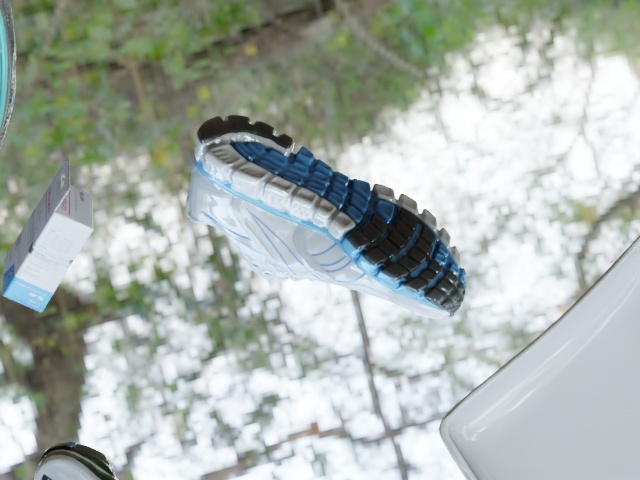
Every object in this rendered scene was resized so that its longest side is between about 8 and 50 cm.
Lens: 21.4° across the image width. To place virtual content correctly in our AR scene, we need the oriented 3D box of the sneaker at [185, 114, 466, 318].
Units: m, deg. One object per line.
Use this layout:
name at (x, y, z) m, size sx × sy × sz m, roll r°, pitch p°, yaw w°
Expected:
sneaker at (0.000, 0.000, 1.045) m, size 0.190 × 0.083 × 0.071 m, roll 32°, pitch -140°, yaw 8°

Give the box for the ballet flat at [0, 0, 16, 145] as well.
ballet flat at (-0.408, -0.291, 1.705) m, size 0.164 × 0.483 × 0.182 m, roll -13°, pitch -140°, yaw -8°

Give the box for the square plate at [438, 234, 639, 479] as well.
square plate at (0.280, 0.206, 1.452) m, size 0.347 × 0.344 × 0.049 m, roll -38°, pitch -170°, yaw -35°

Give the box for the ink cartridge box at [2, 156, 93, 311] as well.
ink cartridge box at (-0.163, -0.004, 1.040) m, size 0.028 × 0.083 × 0.048 m, roll 26°, pitch -158°, yaw -22°

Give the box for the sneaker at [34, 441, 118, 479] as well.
sneaker at (-0.242, 0.316, 2.022) m, size 0.079 × 0.217 × 0.121 m, roll -44°, pitch -171°, yaw 7°
